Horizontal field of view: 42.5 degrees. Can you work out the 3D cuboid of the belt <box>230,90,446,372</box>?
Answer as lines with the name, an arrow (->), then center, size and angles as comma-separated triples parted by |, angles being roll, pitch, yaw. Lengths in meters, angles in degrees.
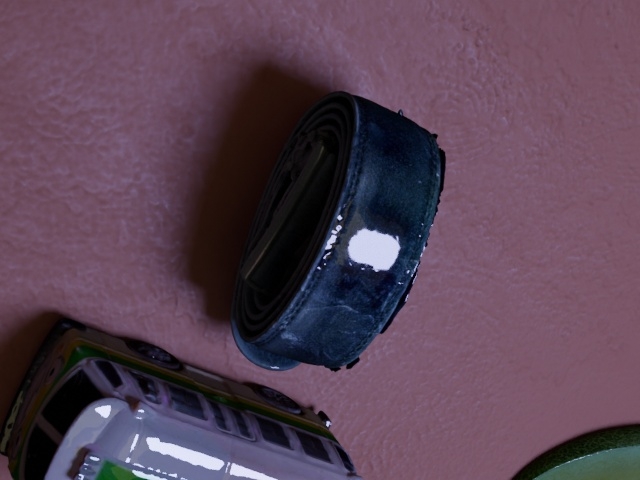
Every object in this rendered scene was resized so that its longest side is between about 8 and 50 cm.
belt -> 0.000, 0.000, 0.733 | 0.116, 0.206, 0.267 | 20, 102, -22

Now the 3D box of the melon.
melon -> 0.332, 0.297, 1.043 | 0.262, 0.053, 0.114 | -11, 126, -15

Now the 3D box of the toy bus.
toy bus -> -0.122, 0.203, 0.751 | 0.305, 0.179, 0.143 | 27, 93, -25
